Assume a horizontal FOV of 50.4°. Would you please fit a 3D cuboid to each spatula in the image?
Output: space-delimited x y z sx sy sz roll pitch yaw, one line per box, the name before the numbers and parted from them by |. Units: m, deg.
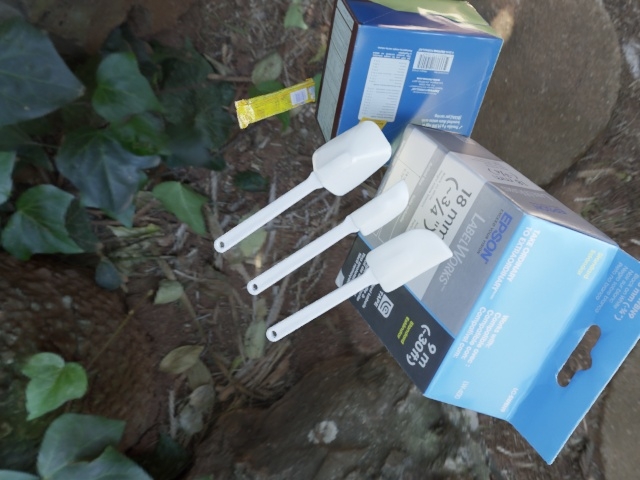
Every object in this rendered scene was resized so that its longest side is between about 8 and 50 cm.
spatula | 0.000 0.000 0.736 0.242 0.019 0.168 -32 90 27

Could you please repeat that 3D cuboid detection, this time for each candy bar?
candy bar | -0.062 -0.209 1.022 0.018 0.161 0.040 14 122 42

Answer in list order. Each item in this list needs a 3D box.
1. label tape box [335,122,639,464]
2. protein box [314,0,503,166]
label tape box | 0.173 0.047 0.766 0.333 0.106 0.240 50 125 47
protein box | 0.113 -0.223 0.956 0.200 0.136 0.201 1 129 -14
